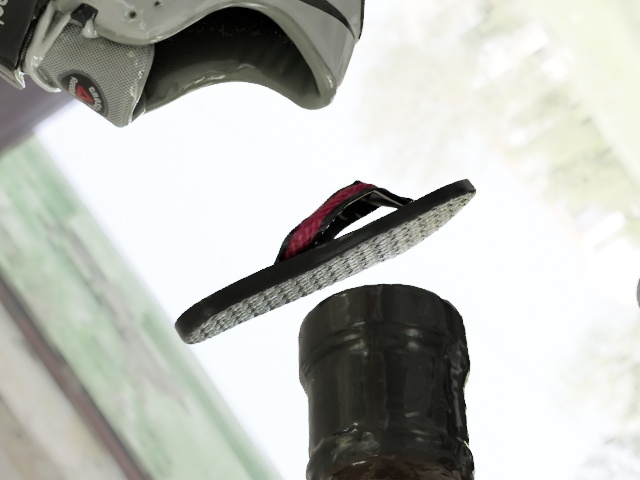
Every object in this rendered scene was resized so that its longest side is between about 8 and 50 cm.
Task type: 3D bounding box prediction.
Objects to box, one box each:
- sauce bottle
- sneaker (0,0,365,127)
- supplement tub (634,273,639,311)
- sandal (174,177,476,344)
[{"bbox_3d":[0.032,0.173,0.704,0.111,0.111,0.344,48,-148,-45],"label":"sauce bottle"},{"bbox_3d":[-0.135,-0.133,0.998,0.122,0.331,0.146,108,163,-58],"label":"sneaker"},{"bbox_3d":[0.412,0.032,1.408,0.228,0.316,0.228,52,-169,-15],"label":"supplement tub"},{"bbox_3d":[0.000,0.000,1.042,0.067,0.179,0.040,93,152,-73],"label":"sandal"}]
